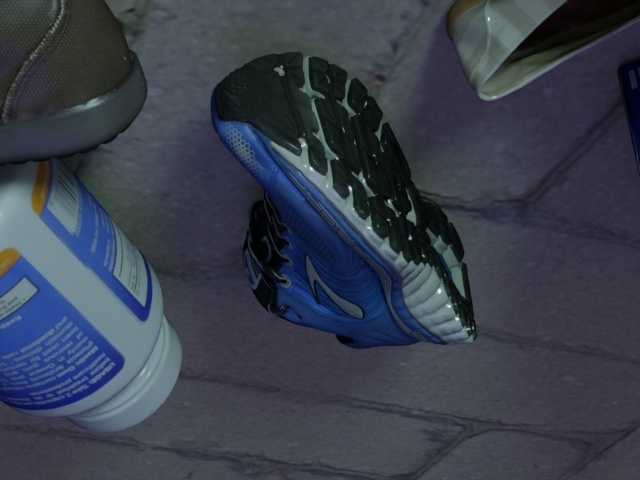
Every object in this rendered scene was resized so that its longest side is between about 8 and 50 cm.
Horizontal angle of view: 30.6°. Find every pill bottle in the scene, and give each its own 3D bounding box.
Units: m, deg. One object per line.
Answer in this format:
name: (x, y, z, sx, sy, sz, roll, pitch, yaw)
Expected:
pill bottle: (-0.206, 0.035, 0.838, 0.152, 0.152, 0.272, -13, 144, 14)

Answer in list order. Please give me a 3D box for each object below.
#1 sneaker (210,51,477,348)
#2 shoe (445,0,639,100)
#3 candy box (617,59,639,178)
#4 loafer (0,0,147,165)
sneaker: (0.000, 0.000, 0.824, 0.147, 0.129, 0.330, -17, 144, 16)
shoe: (0.174, -0.148, 0.679, 0.219, 0.058, 0.076, -25, 140, 30)
candy box: (0.394, -0.050, 0.785, 0.317, 0.122, 0.268, -16, 142, 21)
loafer: (-0.290, -0.108, 0.670, 0.366, 0.134, 0.130, -10, 123, -6)
